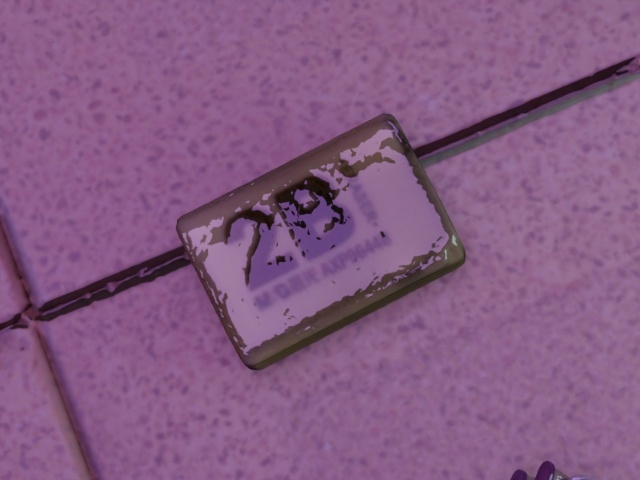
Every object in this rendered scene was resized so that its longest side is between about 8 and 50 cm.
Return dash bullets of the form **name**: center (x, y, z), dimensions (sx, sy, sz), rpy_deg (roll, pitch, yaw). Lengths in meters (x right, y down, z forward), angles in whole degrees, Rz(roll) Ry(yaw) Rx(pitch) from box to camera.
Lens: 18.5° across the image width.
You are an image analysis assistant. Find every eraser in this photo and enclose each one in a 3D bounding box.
- **eraser**: center (0.000, 0.000, 1.343), dimensions (0.172, 0.058, 0.117), rpy_deg (-27, 79, 0)

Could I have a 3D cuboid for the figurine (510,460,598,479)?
- **figurine**: center (0.160, 0.237, 1.274), dimensions (0.115, 0.095, 0.156), rpy_deg (25, 64, -11)
